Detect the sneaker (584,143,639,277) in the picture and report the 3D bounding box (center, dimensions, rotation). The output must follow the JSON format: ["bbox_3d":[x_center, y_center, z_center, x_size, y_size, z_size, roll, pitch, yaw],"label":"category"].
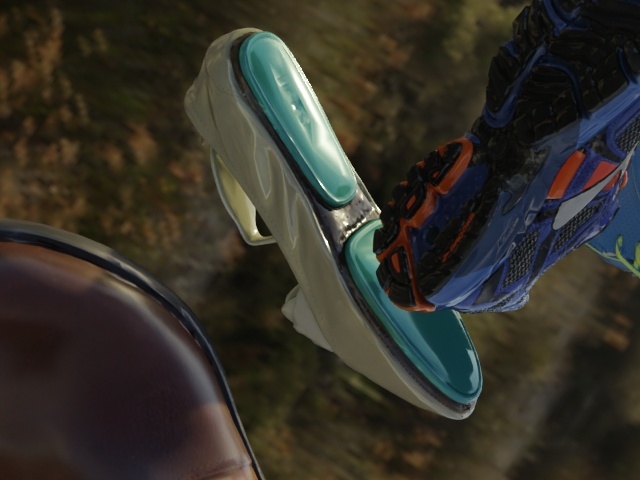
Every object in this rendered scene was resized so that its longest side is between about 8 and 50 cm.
[{"bbox_3d":[0.220,0.010,1.088,0.126,0.240,0.091,-33,135,32],"label":"sneaker"}]

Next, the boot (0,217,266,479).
[{"bbox_3d":[-0.060,0.153,0.620,0.096,0.280,0.264,-22,123,7],"label":"boot"}]

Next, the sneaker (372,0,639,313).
[{"bbox_3d":[0.118,-0.049,0.900,0.087,0.083,0.221,20,120,-43],"label":"sneaker"}]

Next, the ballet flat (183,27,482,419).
[{"bbox_3d":[0.000,0.000,1.035,0.086,0.248,0.086,-29,175,-3],"label":"ballet flat"}]
